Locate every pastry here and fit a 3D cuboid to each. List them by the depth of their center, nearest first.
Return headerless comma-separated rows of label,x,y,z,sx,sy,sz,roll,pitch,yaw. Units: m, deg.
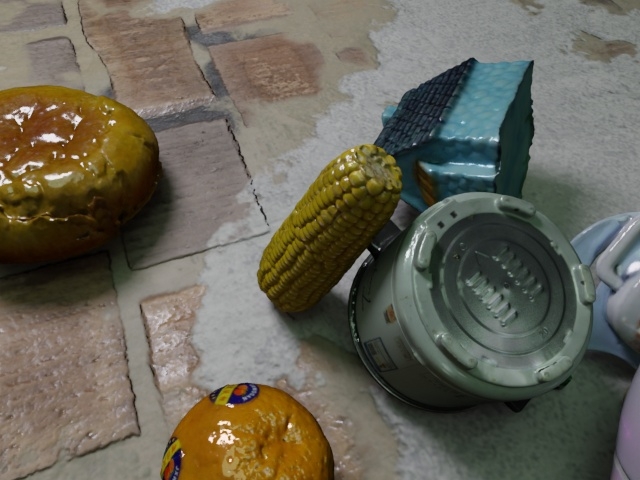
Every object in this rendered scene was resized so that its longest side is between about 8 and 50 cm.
pastry,-0.421,-0.115,0.811,0.357,0.163,0.355,-1,50,1

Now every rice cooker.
rice cooker,0.166,0.078,0.631,0.241,0.227,0.280,-41,83,-23

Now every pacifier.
pacifier,0.444,0.066,0.695,0.279,0.227,0.207,32,13,7

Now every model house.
model house,0.188,-0.127,0.829,0.241,0.225,0.261,11,47,26

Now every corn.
corn,0.000,0.000,0.638,0.106,0.305,0.106,10,59,-18

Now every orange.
orange,-0.072,0.235,0.538,0.178,0.155,0.177,25,22,-11

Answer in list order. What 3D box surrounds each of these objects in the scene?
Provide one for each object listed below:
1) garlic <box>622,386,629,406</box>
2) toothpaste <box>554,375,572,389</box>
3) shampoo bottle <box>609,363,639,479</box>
garlic,0.402,0.221,0.641,0.083,0.041,0.053,42,48,18
toothpaste,0.294,0.112,0.725,0.043,0.037,0.178,5,52,-2
shampoo bottle,0.421,0.202,0.473,0.273,0.266,0.273,16,11,-3
